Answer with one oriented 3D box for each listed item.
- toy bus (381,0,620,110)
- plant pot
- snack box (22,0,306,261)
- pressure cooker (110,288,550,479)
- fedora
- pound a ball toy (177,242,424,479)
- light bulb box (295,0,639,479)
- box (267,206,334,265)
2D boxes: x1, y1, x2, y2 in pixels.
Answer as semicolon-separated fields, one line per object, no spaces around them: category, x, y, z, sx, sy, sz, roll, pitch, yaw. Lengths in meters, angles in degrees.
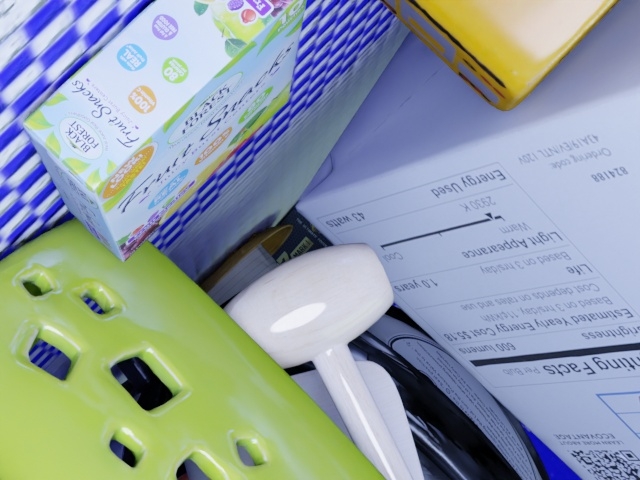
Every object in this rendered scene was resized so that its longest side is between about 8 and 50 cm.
toy bus;0.164;-0.213;0.625;0.332;0.108;0.130;-46;176;3
plant pot;-0.121;0.151;0.555;0.227;0.228;0.207;-50;168;24
snack box;-0.054;-0.048;0.526;0.100;0.037;0.141;-46;176;-10
pressure cooker;-0.022;0.243;0.991;0.370;0.375;0.420;18;140;-35
fedora;-0.075;0.073;1.211;0.194;0.079;0.194;-45;176;-4
pound a ball toy;-0.003;0.179;0.690;0.136;0.319;0.208;-15;172;-6
light bulb box;0.248;-0.011;0.802;0.358;0.361;0.225;-15;-144;56
box;0.000;0.000;1.396;0.183;0.059;0.233;-48;175;27
